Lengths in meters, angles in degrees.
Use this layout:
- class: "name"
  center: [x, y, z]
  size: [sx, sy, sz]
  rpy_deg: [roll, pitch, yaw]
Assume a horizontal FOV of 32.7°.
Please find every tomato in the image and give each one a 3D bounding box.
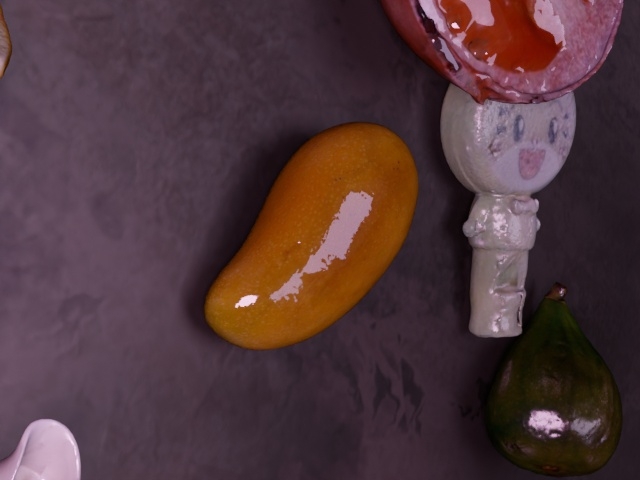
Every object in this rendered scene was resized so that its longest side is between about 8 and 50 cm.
- class: "tomato"
  center: [0.123, -0.198, 0.805]
  size: [0.199, 0.112, 0.228]
  rpy_deg: [49, 65, -20]

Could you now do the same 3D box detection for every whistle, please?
- class: "whistle"
  center: [0.149, -0.048, 0.893]
  size: [0.126, 0.067, 0.258]
  rpy_deg: [-4, 99, -36]

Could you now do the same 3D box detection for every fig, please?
- class: "fig"
  center: [0.201, 0.120, 0.943]
  size: [0.117, 0.117, 0.177]
  rpy_deg: [52, 33, -37]

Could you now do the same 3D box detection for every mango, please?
- class: "mango"
  center: [0.000, 0.000, 0.707]
  size: [0.184, 0.085, 0.102]
  rpy_deg: [-54, 129, -25]

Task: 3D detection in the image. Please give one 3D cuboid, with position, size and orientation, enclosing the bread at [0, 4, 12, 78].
- class: "bread"
  center: [-0.177, -0.089, 0.516]
  size: [0.043, 0.062, 0.109]
  rpy_deg: [31, 72, -46]

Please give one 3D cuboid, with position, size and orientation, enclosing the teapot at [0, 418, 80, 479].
- class: "teapot"
  center: [-0.171, 0.191, 0.513]
  size: [0.145, 0.092, 0.226]
  rpy_deg: [9, 86, -46]
